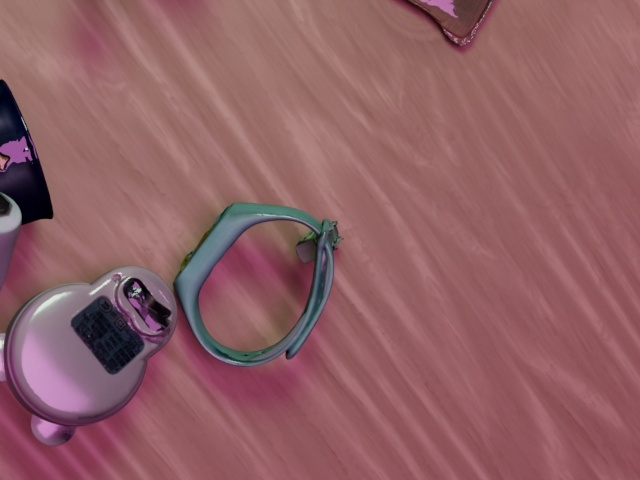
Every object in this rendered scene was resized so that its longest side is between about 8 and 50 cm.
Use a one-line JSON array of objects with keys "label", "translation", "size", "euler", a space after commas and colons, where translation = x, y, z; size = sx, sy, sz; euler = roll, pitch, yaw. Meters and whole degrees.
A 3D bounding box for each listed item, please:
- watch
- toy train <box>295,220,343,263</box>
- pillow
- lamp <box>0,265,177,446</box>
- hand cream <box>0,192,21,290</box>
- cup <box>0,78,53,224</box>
[{"label": "watch", "translation": [-0.081, 0.053, 1.484], "size": [0.195, 0.068, 0.237], "euler": [36, 99, -7]}, {"label": "toy train", "translation": [0.000, 0.000, 1.552], "size": [0.053, 0.083, 0.033], "euler": [-21, 103, 18]}, {"label": "pillow", "translation": [0.162, -0.388, 1.612], "size": [0.211, 0.034, 0.135], "euler": [32, 85, -19]}, {"label": "lamp", "translation": [-0.295, 0.131, 1.422], "size": [0.246, 0.108, 0.179], "euler": [-39, 102, -23]}, {"label": "hand cream", "translation": [-0.425, 0.060, 1.304], "size": [0.109, 0.321, 0.067], "euler": [17, 42, -22]}, {"label": "cup", "translation": [-0.482, -0.093, 1.335], "size": [0.256, 0.255, 0.178], "euler": [-20, 137, -17]}]
